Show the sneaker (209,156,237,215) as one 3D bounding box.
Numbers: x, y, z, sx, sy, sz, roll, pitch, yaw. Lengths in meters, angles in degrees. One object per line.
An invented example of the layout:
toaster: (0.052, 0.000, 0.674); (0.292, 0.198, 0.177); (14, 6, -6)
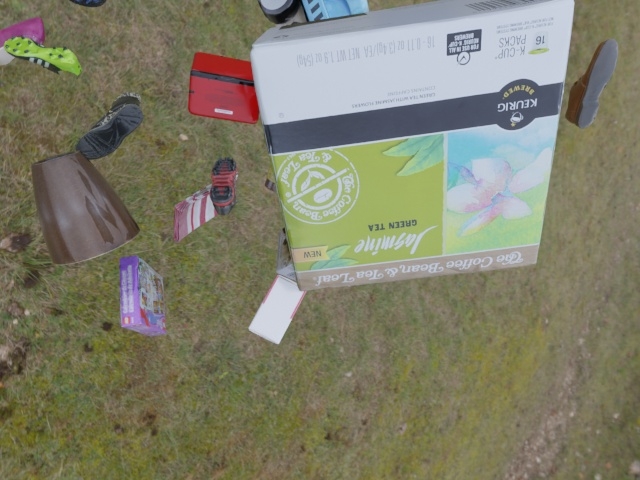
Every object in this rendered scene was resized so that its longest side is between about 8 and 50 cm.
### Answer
sneaker: (-0.374, -0.208, 1.656); (0.097, 0.135, 0.276); (-1, 49, -6)

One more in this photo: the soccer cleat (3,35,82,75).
soccer cleat: (-0.661, -0.434, 1.012); (0.178, 0.072, 0.060); (15, 68, 5)

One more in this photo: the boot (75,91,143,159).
boot: (-0.650, -0.362, 1.329); (0.236, 0.179, 0.085); (-36, 129, 6)

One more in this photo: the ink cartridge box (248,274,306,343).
ink cartridge box: (-0.153, 0.237, 1.527); (0.117, 0.283, 0.207); (28, 83, -2)

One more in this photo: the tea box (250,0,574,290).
tea box: (0.107, -0.133, 0.583); (0.220, 0.329, 0.324); (-90, 171, -58)

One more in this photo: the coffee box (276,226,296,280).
coffee box: (0.000, 0.000, 1.349); (0.119, 0.297, 0.168); (28, 49, -36)

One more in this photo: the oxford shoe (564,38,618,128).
oxford shoe: (0.679, -0.401, 1.084); (0.076, 0.076, 0.212); (-5, 124, -19)

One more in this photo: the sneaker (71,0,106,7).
sneaker: (-0.619, -0.637, 1.019); (0.211, 0.080, 0.081); (3, 59, -52)

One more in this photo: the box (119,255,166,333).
box: (-0.550, 0.183, 1.329); (0.057, 0.293, 0.201); (-8, 73, -9)

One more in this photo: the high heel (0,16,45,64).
high heel: (-0.893, -0.571, 1.199); (0.082, 0.244, 0.117); (39, 56, -70)

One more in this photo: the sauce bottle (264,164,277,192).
sauce bottle: (-0.110, -0.350, 1.630); (0.111, 0.111, 0.344); (11, 112, -37)

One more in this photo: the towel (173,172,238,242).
towel: (-0.482, -0.144, 1.801); (0.037, 0.237, 0.329); (41, 53, 10)

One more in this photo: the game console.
game console: (-0.198, -0.320, 0.895); (0.144, 0.085, 0.124); (6, 110, -13)

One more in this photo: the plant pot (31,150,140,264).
plant pot: (-0.593, -0.092, 1.038); (0.215, 0.215, 0.230); (-31, 118, -34)

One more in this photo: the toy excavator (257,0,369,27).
toy excavator: (0.107, -0.558, 1.152); (0.222, 0.445, 0.433); (9, 61, -76)
